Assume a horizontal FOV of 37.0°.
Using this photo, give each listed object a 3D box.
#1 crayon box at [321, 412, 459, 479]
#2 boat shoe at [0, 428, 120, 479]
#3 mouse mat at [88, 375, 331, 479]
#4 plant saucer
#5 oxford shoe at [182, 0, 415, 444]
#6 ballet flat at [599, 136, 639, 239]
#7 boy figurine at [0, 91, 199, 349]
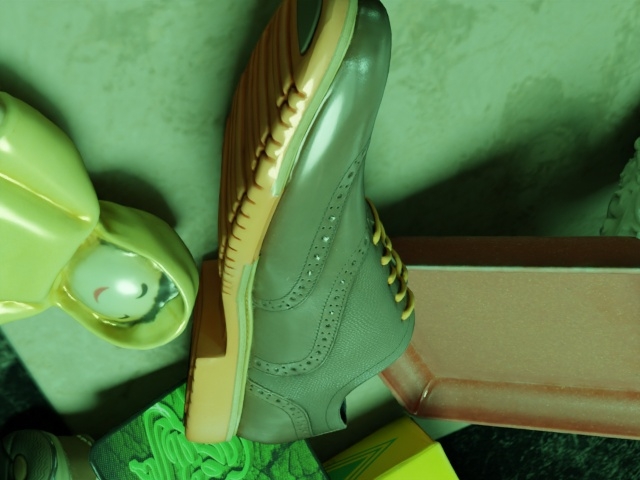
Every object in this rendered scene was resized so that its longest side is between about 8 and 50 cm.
[{"bbox_3d":[0.039,0.391,0.834,0.313,0.106,0.363,-30,99,-10],"label":"crayon box"},{"bbox_3d":[-0.218,0.279,0.758,0.120,0.122,0.324,4,129,-34],"label":"boat shoe"},{"bbox_3d":[-0.067,0.190,0.716,0.152,0.007,0.190,-34,101,-28],"label":"mouse mat"},{"bbox_3d":[0.149,0.071,0.717,0.259,0.048,0.258,-1,146,28],"label":"plant saucer"},{"bbox_3d":[0.000,0.000,0.582,0.132,0.130,0.364,8,138,-9],"label":"oxford shoe"},{"bbox_3d":[0.343,-0.131,0.677,0.409,0.147,0.147,-38,136,6],"label":"ballet flat"},{"bbox_3d":[-0.197,0.000,0.526,0.285,0.092,0.177,22,115,-36],"label":"boy figurine"}]
